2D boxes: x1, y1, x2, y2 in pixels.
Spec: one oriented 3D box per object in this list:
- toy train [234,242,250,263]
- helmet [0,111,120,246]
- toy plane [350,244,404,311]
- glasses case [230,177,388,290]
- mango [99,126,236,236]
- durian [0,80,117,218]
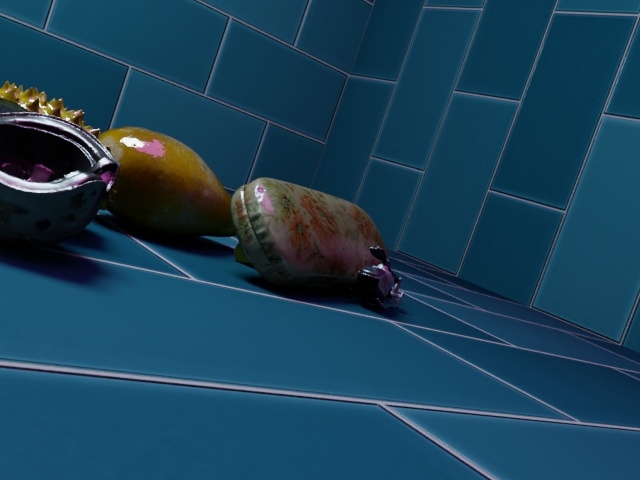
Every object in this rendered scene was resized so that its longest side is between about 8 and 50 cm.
[{"bbox_3d":[-0.078,0.027,1.194,0.070,0.038,0.148,18,4,23],"label":"toy train"},{"bbox_3d":[-0.289,-0.055,0.745,0.153,0.107,0.177,18,18,-11],"label":"helmet"},{"bbox_3d":[0.098,0.071,1.184,0.053,0.078,0.197,19,-11,25],"label":"toy plane"},{"bbox_3d":[0.000,0.000,1.172,0.098,0.157,0.425,-26,-15,21],"label":"glasses case"},{"bbox_3d":[-0.228,-0.078,1.158,0.192,0.146,0.316,30,3,33],"label":"mango"},{"bbox_3d":[-0.348,-0.117,0.907,0.249,0.183,0.138,24,30,3],"label":"durian"}]
